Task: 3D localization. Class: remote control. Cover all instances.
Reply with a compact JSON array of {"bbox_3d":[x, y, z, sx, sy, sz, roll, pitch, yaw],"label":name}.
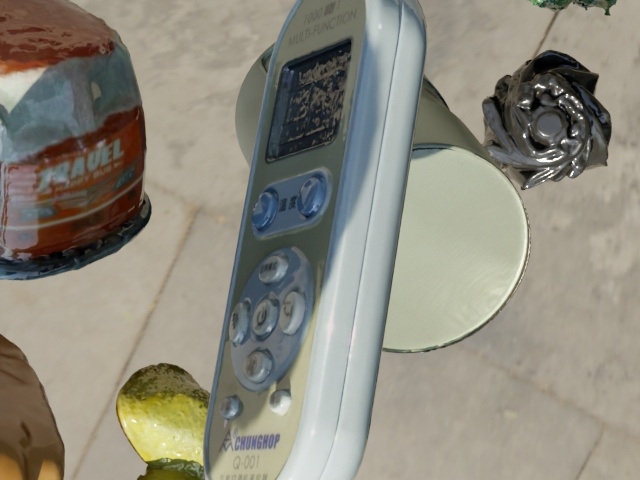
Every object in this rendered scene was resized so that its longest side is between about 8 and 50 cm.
[{"bbox_3d":[0.000,0.000,0.695,0.047,0.087,0.244,17,73,-27],"label":"remote control"}]

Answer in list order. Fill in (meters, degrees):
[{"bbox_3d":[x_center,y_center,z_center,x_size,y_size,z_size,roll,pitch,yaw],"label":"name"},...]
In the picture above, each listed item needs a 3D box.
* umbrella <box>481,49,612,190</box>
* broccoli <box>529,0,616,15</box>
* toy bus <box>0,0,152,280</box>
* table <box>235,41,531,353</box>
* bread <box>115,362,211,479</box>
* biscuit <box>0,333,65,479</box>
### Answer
[{"bbox_3d":[0.193,-0.094,1.491,0.118,0.340,0.118,0,88,4],"label":"umbrella"},{"bbox_3d":[0.257,-0.354,1.611,0.245,0.294,0.265,-27,110,-26],"label":"broccoli"},{"bbox_3d":[-0.197,-0.085,0.832,0.265,0.121,0.120,30,128,31],"label":"toy bus"},{"bbox_3d":[0.029,-0.038,0.975,0.126,0.220,0.126,-5,116,-11],"label":"table"},{"bbox_3d":[-0.087,0.178,1.175,0.065,0.149,0.188,-9,112,34],"label":"bread"},{"bbox_3d":[-0.200,0.223,0.579,0.078,0.350,0.455,20,117,-26],"label":"biscuit"}]
